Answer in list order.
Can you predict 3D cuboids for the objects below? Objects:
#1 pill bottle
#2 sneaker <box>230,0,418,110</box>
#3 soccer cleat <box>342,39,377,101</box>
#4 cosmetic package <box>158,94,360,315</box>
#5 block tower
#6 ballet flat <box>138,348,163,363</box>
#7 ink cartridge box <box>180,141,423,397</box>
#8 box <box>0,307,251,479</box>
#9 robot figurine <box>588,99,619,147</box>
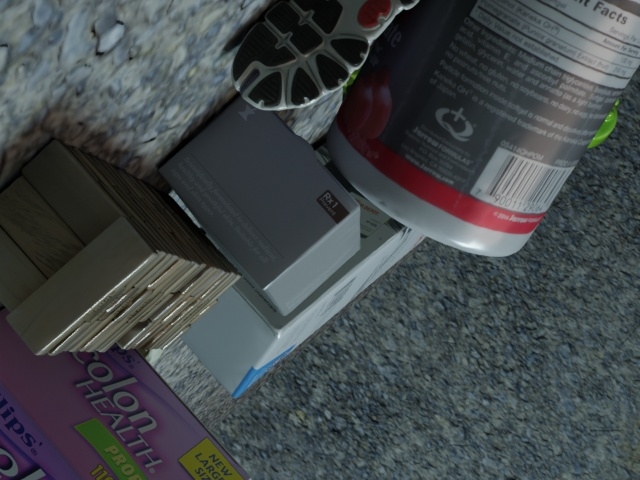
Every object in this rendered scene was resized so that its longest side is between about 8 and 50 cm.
[{"bbox_3d":[0.149,-0.162,0.946,0.318,0.176,0.176,-60,166,21],"label":"pill bottle"},{"bbox_3d":[0.009,-0.139,0.886,0.170,0.068,0.071,-40,178,-23],"label":"sneaker"},{"bbox_3d":[0.092,-0.166,1.183,0.289,0.093,0.121,-6,113,-71],"label":"soccer cleat"},{"bbox_3d":[-0.041,-0.022,1.054,0.107,0.127,0.238,-42,171,-1],"label":"cosmetic package"},{"bbox_3d":[-0.137,0.014,0.889,0.091,0.097,0.335,-43,175,1],"label":"block tower"},{"bbox_3d":[-0.179,0.087,1.143,0.091,0.077,0.241,-34,169,-46],"label":"ballet flat"},{"bbox_3d":[0.000,0.000,1.378,0.307,0.129,0.223,-39,172,-26],"label":"ink cartridge box"},{"bbox_3d":[-0.211,0.189,1.020,0.117,0.213,0.243,-34,169,-49],"label":"box"},{"bbox_3d":[0.336,-0.152,1.650,0.101,0.067,0.115,-46,173,-1],"label":"robot figurine"}]
